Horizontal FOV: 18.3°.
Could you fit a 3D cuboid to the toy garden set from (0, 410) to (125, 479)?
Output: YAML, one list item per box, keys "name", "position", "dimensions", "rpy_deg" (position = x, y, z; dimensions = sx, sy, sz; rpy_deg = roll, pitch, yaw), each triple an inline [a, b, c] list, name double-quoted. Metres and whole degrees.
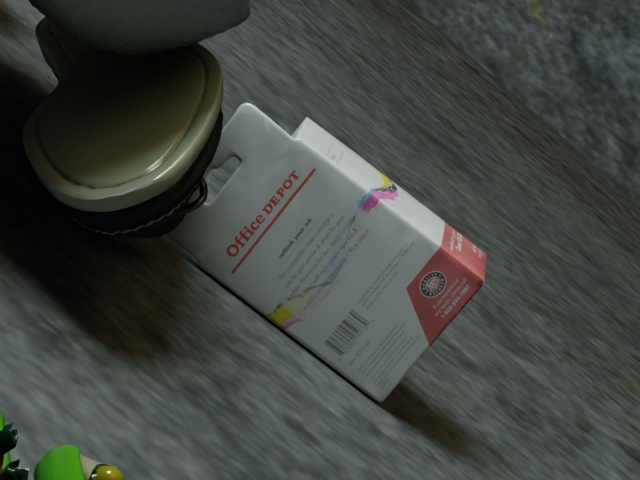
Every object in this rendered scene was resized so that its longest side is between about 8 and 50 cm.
- name: "toy garden set"
  position: [-0.057, 0.163, 0.871]
  dimensions: [0.244, 0.049, 0.204]
  rpy_deg: [31, 18, -27]

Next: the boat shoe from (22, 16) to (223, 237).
- name: "boat shoe"
  position: [-0.120, -0.059, 1.248]
  dimensions: [0.340, 0.127, 0.113]
  rpy_deg: [-123, -163, -64]

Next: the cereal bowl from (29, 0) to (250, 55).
- name: "cereal bowl"
  position: [-0.173, -0.255, 1.169]
  dimensions: [0.339, 0.141, 0.339]
  rpy_deg: [155, -90, -86]

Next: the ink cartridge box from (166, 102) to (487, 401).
- name: "ink cartridge box"
  position: [0.000, 0.000, 1.331]
  dimensions: [0.198, 0.115, 0.067]
  rpy_deg: [38, 17, -5]
